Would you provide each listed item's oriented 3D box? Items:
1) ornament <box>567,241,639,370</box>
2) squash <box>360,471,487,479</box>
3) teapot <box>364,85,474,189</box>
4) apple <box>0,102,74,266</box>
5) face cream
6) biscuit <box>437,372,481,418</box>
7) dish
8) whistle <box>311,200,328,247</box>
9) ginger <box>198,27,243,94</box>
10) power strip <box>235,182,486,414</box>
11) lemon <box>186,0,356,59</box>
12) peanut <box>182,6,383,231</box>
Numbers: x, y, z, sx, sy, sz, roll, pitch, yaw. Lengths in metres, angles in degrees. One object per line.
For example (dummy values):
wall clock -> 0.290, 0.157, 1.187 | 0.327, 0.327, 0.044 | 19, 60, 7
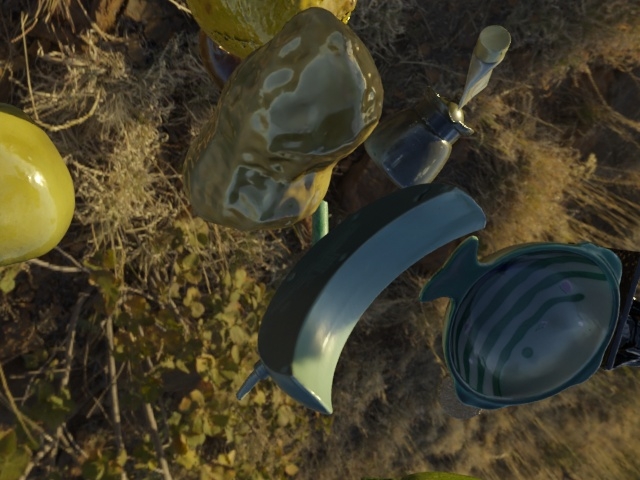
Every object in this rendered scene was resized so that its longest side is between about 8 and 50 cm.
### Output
ornament -> 0.446, 0.114, 0.724 | 0.195, 0.153, 0.167 | 17, 92, -7
squash -> 0.145, 0.211, 0.356 | 0.251, 0.066, 0.066 | 21, 121, 6
teapot -> 0.305, -0.291, 1.477 | 0.285, 0.223, 0.305 | -43, 161, 21
apple -> -0.513, -0.078, 0.794 | 0.262, 0.262, 0.263 | -13, 130, -17
face cream -> 0.386, -0.408, 1.262 | 0.114, 0.070, 0.224 | -41, 165, -12
biscuit -> 0.345, 0.376, 1.286 | 0.120, 0.120, 0.015 | -34, 152, 2
dish -> 0.206, 0.072, 0.577 | 0.246, 0.078, 0.224 | 34, 104, -22
whistle -> 0.000, 0.000, 1.128 | 0.039, 0.187, 0.039 | 0, 150, 0
ginger -> -0.165, -0.391, 1.313 | 0.418, 0.254, 0.176 | 40, 68, -42
power strip -> 0.017, 0.041, 0.394 | 0.216, 0.137, 0.044 | -46, 112, -13
lemon -> -0.087, -0.419, 0.851 | 0.310, 0.258, 0.258 | 24, 118, 4
peanut -> -0.044, -0.099, 0.537 | 0.152, 0.152, 0.313 | 6, 154, -29
